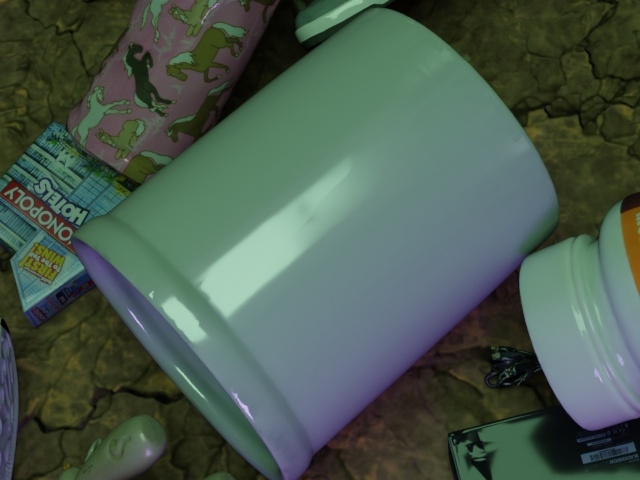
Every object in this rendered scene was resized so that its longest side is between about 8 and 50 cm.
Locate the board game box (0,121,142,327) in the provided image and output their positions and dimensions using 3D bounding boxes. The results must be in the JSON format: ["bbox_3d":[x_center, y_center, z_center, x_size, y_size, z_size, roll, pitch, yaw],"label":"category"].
[{"bbox_3d":[-0.291,-0.013,1.996,0.194,0.060,0.194,36,76,17],"label":"board game box"}]

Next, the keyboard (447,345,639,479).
[{"bbox_3d":[0.287,0.186,1.878,0.317,0.033,0.201,-13,69,-1],"label":"keyboard"}]

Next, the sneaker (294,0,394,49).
[{"bbox_3d":[0.054,-0.350,1.944,0.295,0.124,0.178,-39,97,-14],"label":"sneaker"}]

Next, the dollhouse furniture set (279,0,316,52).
[{"bbox_3d":[0.022,-0.375,2.052,0.212,0.161,0.242,-30,69,-7],"label":"dollhouse furniture set"}]

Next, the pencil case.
[{"bbox_3d":[-0.127,-0.243,1.924,0.167,0.160,0.386,41,114,28],"label":"pencil case"}]

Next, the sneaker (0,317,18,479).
[{"bbox_3d":[-0.444,0.234,1.876,0.236,0.130,0.322,1,74,2],"label":"sneaker"}]

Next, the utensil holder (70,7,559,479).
[{"bbox_3d":[0.000,0.000,1.828,0.385,0.327,0.327,-41,70,-13],"label":"utensil holder"}]

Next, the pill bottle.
[{"bbox_3d":[0.406,0.032,1.735,0.392,0.224,0.224,-23,66,22],"label":"pill bottle"}]

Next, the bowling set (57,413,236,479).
[{"bbox_3d":[-0.132,0.329,1.821,0.154,0.200,0.287,-39,53,34],"label":"bowling set"}]
